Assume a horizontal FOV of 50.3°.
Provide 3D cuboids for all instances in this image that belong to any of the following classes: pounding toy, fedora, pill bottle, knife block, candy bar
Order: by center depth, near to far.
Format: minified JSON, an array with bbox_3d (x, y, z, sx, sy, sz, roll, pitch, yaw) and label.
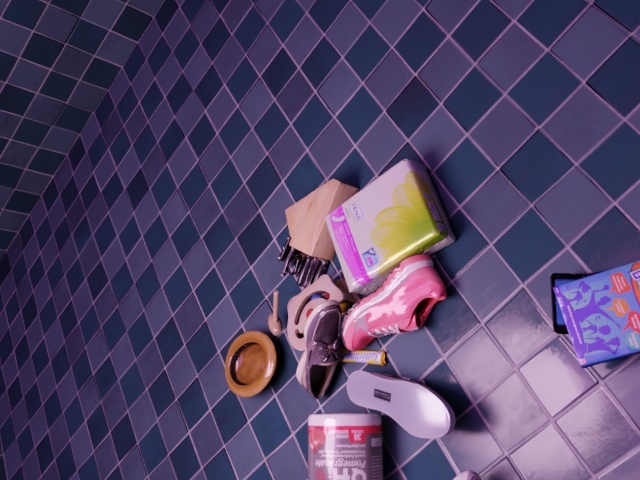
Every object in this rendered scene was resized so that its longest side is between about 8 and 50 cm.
[{"bbox_3d":[0.058,0.562,1.573,0.176,0.176,0.318,-13,72,40],"label":"pill bottle"},{"bbox_3d":[0.101,0.290,1.708,0.162,0.018,0.040,-4,78,43],"label":"candy bar"},{"bbox_3d":[-0.036,0.199,1.761,0.270,0.155,0.154,-39,52,30],"label":"pounding toy"},{"bbox_3d":[0.000,0.000,1.823,0.276,0.088,0.241,-31,61,34],"label":"knife block"},{"bbox_3d":[-0.182,0.349,1.914,0.195,0.079,0.194,-13,68,35],"label":"fedora"}]

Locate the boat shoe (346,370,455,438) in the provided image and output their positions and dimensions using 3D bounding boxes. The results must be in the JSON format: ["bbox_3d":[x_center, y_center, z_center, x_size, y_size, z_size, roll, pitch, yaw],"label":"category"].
[{"bbox_3d":[0.197,0.366,1.543,0.306,0.105,0.113,2,85,50],"label":"boat shoe"}]

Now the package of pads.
[{"bbox_3d":[0.163,-0.034,1.672,0.297,0.101,0.229,-35,60,31],"label":"package of pads"}]

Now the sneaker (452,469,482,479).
[{"bbox_3d":[0.227,0.586,1.443,0.305,0.114,0.152,-62,39,19],"label":"sneaker"}]

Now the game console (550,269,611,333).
[{"bbox_3d":[0.515,0.120,1.323,0.107,0.071,0.122,-16,69,55],"label":"game console"}]

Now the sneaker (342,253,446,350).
[{"bbox_3d":[0.170,0.176,1.605,0.314,0.116,0.136,-49,54,23],"label":"sneaker"}]

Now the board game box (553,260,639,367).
[{"bbox_3d":[0.562,0.131,1.260,0.210,0.047,0.160,-22,68,21],"label":"board game box"}]

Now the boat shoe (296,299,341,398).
[{"bbox_3d":[0.009,0.275,1.694,0.092,0.103,0.285,52,137,44],"label":"boat shoe"}]
